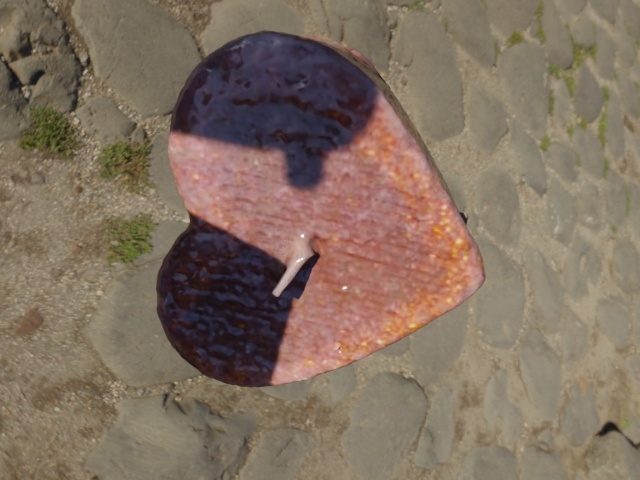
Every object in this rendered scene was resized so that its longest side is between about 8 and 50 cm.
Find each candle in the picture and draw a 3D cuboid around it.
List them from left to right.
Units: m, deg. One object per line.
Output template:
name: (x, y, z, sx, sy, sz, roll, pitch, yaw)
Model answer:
candle: (0.000, 0.000, 0.440, 0.286, 0.131, 0.317, 15, 113, -3)
